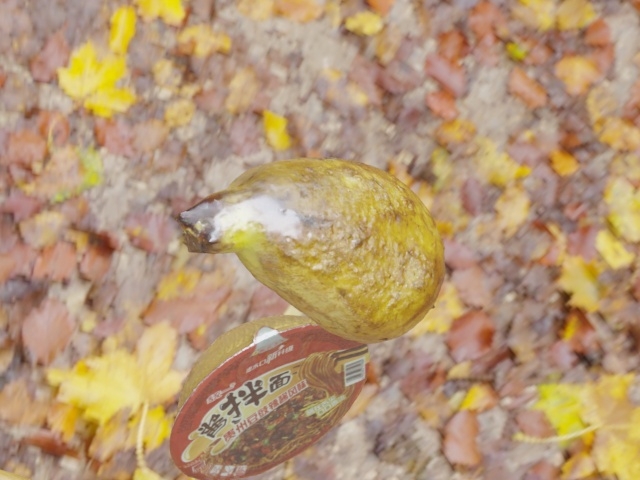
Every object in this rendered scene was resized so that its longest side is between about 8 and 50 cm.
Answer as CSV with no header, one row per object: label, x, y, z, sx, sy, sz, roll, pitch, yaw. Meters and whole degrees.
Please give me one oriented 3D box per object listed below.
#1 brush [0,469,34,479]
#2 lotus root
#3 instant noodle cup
brush,-0.334,0.326,1.479,0.266,0.166,0.174,0,104,-1
lotus root,0.000,0.000,0.871,0.190,0.094,0.108,22,45,-51
instant noodle cup,-0.076,0.169,1.799,0.274,0.274,0.091,-20,51,-20
